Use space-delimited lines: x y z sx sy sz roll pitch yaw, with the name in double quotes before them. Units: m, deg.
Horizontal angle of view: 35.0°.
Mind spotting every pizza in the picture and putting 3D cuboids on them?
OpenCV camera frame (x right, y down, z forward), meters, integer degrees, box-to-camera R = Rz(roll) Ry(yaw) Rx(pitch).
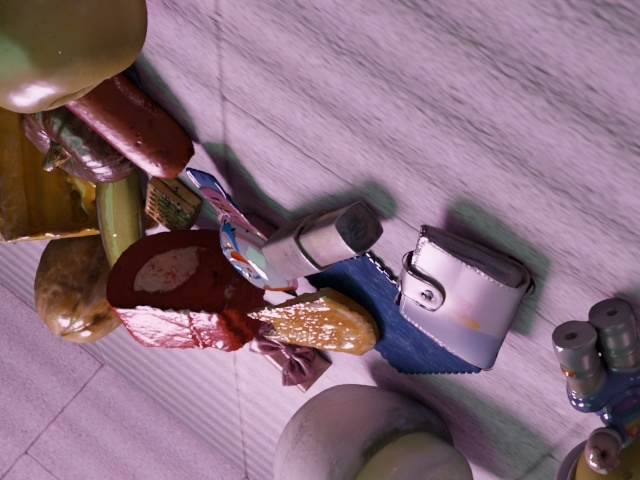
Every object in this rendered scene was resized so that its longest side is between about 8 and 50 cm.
"pizza" -0.010 0.141 1.708 0.262 0.034 0.181 -9 140 42

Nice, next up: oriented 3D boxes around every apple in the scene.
"apple" -0.351 -0.286 1.275 0.262 0.262 0.262 34 157 16

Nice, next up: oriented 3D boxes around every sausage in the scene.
"sausage" -0.321 -0.210 1.525 0.330 0.102 0.102 42 160 -27

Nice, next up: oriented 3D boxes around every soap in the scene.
"soap" -0.491 -0.172 1.995 0.169 0.304 0.338 175 89 -69

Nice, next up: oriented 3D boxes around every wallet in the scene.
"wallet" 0.182 0.068 1.322 0.170 0.069 0.231 30 150 14

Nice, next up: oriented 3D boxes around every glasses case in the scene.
"glasses case" -0.073 0.212 1.962 0.193 0.102 0.070 43 152 -6

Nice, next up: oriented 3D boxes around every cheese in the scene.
"cheese" -0.121 -0.010 1.643 0.189 0.074 0.286 18 149 51

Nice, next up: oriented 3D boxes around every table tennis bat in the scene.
"table tennis bat" -0.312 -0.272 1.539 0.100 0.019 0.155 41 160 -7

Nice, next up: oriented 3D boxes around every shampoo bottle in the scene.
"shampoo bottle" 0.085 0.421 1.804 0.317 0.322 0.322 26 155 45

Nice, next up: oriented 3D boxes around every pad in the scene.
"pad" 0.104 0.123 1.623 0.270 0.012 0.269 45 158 -11

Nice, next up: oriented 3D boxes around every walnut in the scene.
"walnut" -0.493 0.081 2.166 0.227 0.283 0.283 38 163 -33

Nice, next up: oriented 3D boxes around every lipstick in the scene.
"lipstick" 0.000 0.000 1.466 0.079 0.077 0.253 51 157 -8

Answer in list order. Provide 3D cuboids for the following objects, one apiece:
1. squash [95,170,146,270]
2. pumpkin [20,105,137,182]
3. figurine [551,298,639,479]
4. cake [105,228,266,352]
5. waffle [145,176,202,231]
"squash" -0.372 -0.059 1.889 0.094 0.094 0.341 25 133 34
"pumpkin" -0.407 -0.182 1.680 0.219 0.162 0.219 33 161 13
"figurine" 0.385 0.232 1.228 0.205 0.225 0.381 -135 32 -64
"cake" -0.234 0.088 1.821 0.283 0.177 0.151 0 143 16
"waffle" -0.267 -0.064 1.828 0.102 0.042 0.148 40 158 2
